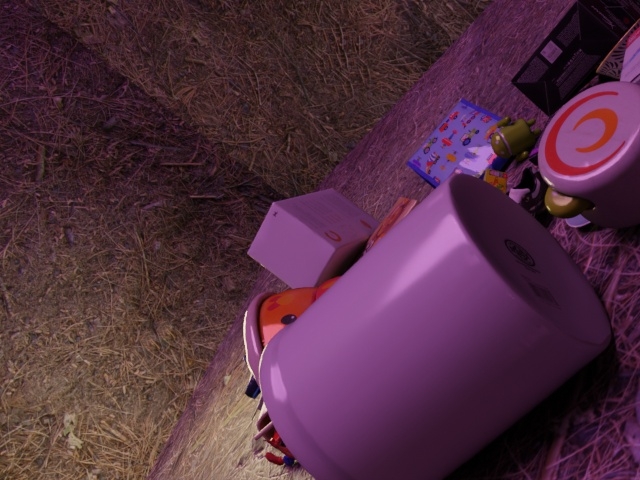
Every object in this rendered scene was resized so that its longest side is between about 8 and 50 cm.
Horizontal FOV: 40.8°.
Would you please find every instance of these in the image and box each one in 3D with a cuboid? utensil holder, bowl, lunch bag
[{"bbox_3d":[0.156,0.141,1.211,0.385,0.327,0.328,-47,12,25],"label":"utensil holder"},{"bbox_3d":[0.585,-0.344,1.546,0.170,0.080,0.170,-46,-10,-10],"label":"bowl"},{"bbox_3d":[0.362,-0.199,2.067,0.221,0.138,0.293,-50,19,6],"label":"lunch bag"}]

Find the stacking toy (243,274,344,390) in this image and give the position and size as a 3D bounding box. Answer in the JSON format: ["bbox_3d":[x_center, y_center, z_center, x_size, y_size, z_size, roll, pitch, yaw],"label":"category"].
[{"bbox_3d":[0.133,0.151,1.564,0.479,0.351,0.351,-32,16,16],"label":"stacking toy"}]

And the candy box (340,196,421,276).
[{"bbox_3d":[0.163,0.039,2.215,0.316,0.087,0.183,-54,9,0],"label":"candy box"}]

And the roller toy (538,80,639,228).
[{"bbox_3d":[0.435,-0.122,1.261,0.209,0.146,0.191,-26,43,38],"label":"roller toy"}]

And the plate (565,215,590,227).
[{"bbox_3d":[0.474,-0.091,1.404,0.188,0.024,0.188,-50,11,13],"label":"plate"}]

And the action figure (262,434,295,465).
[{"bbox_3d":[-0.073,0.427,1.852,0.091,0.139,0.280,-59,14,-23],"label":"action figure"}]

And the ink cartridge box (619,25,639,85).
[{"bbox_3d":[0.545,-0.260,1.353,0.072,0.127,0.175,-45,12,46],"label":"ink cartridge box"}]

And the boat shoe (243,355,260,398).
[{"bbox_3d":[-0.162,0.323,2.446,0.109,0.089,0.258,106,-172,-65],"label":"boat shoe"}]

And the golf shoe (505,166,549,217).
[{"bbox_3d":[0.354,-0.046,1.562,0.077,0.094,0.198,5,56,47],"label":"golf shoe"}]

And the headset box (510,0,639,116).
[{"bbox_3d":[0.534,-0.398,1.690,0.293,0.110,0.218,-38,-11,-42],"label":"headset box"}]

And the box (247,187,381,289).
[{"bbox_3d":[0.000,0.000,2.334,0.345,0.215,0.168,-19,-38,-61],"label":"box"}]

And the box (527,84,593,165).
[{"bbox_3d":[0.500,-0.236,1.775,0.162,0.029,0.116,-59,12,-25],"label":"box"}]

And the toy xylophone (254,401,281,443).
[{"bbox_3d":[-0.057,0.379,2.077,0.323,0.081,0.236,-47,12,34],"label":"toy xylophone"}]

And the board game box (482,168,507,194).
[{"bbox_3d":[0.316,-0.036,1.664,0.092,0.043,0.181,-68,-10,-56],"label":"board game box"}]

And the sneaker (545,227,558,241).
[{"bbox_3d":[0.240,0.058,1.409,0.318,0.112,0.131,-10,35,17],"label":"sneaker"}]

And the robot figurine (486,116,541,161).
[{"bbox_3d":[0.428,-0.225,1.902,0.115,0.101,0.067,-28,1,9],"label":"robot figurine"}]

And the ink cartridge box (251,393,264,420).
[{"bbox_3d":[-0.079,0.317,2.372,0.307,0.072,0.304,108,-173,-47],"label":"ink cartridge box"}]
